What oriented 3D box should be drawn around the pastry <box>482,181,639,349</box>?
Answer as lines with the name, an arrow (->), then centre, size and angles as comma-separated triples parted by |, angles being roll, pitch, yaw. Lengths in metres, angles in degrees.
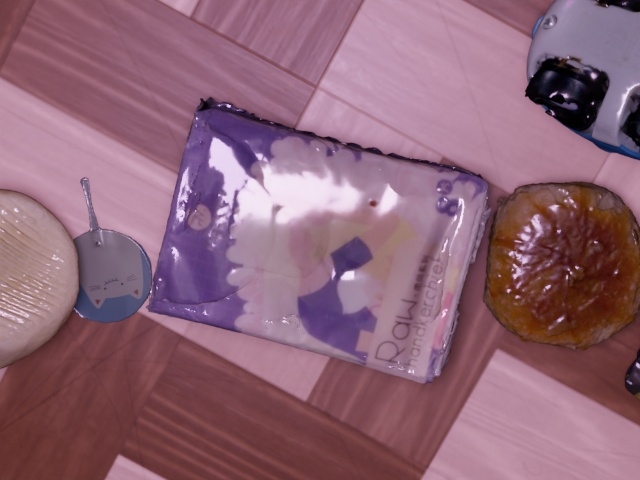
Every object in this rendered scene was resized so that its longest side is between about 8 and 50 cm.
pastry -> 0.278, 0.028, 1.454 | 0.182, 0.093, 0.193 | 5, 97, -2

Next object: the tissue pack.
tissue pack -> 0.000, 0.000, 1.442 | 0.343, 0.125, 0.242 | 15, 97, -3

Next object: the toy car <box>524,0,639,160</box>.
toy car -> 0.350, -0.175, 1.371 | 0.255, 0.190, 0.189 | 22, 84, 28

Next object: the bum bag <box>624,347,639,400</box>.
bum bag -> 0.428, 0.098, 1.475 | 0.106, 0.060, 0.233 | 15, 100, -9

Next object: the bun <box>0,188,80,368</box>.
bun -> -0.385, 0.046, 1.448 | 0.222, 0.127, 0.222 | 5, 79, -27

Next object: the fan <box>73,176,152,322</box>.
fan -> -0.260, 0.012, 1.510 | 0.113, 0.005, 0.175 | -10, 99, 4
